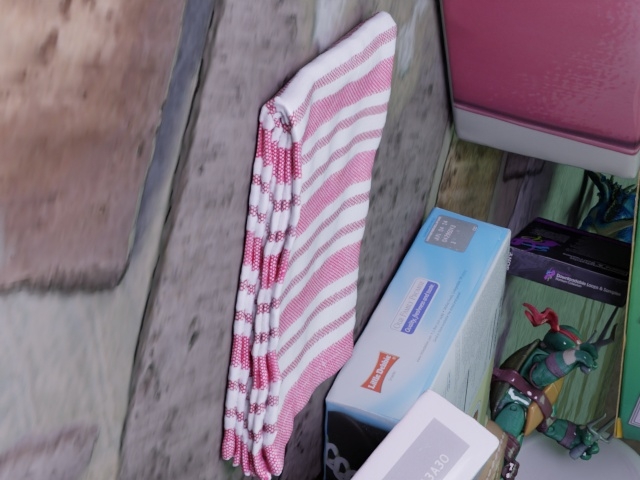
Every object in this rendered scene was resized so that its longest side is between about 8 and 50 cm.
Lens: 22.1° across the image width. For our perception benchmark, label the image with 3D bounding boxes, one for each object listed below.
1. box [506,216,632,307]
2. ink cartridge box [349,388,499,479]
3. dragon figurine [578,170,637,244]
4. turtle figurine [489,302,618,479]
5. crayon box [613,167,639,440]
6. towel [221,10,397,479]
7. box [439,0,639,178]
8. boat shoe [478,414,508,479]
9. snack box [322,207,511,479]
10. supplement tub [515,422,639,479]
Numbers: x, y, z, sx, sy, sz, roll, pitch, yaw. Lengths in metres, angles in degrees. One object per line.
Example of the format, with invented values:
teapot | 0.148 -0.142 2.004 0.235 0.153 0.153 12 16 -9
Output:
box | 0.235 0.018 1.497 0.162 0.116 0.029 -26 131 -70
ink cartridge box | 0.011 0.194 0.903 0.181 0.056 0.224 -48 169 -21
dragon figurine | 0.340 -0.035 1.889 0.289 0.085 0.144 60 48 -71
turtle figurine | 0.213 0.160 1.565 0.234 0.118 0.175 -53 144 -17
crayon box | 0.336 -0.055 1.404 0.313 0.106 0.363 -61 155 -48
towel | 0.000 0.000 0.778 0.144 0.029 0.197 -51 152 -59
box | 0.153 -0.161 0.984 0.232 0.127 0.148 71 37 -65
boat shoe | 0.134 0.294 1.416 0.121 0.110 0.341 -54 155 -52
snack box | 0.059 0.158 1.096 0.187 0.060 0.322 -58 158 -44
supplement tub | 0.262 0.341 1.781 0.272 0.191 0.191 86 24 -52
